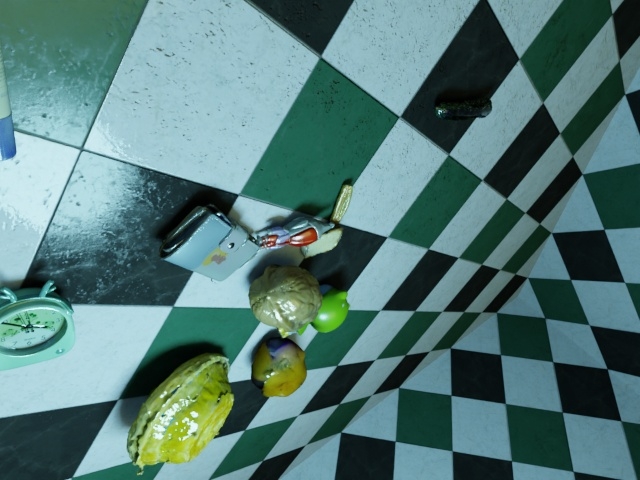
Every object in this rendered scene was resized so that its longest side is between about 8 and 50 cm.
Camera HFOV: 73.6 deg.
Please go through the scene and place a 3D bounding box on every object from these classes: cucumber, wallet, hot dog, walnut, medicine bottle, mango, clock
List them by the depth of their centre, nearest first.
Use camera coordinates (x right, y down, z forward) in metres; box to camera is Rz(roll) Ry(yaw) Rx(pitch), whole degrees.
[{"bbox_3d":[-0.451,-0.219,0.566,0.059,0.059,0.231,-13,135,-37],"label":"medicine bottle"},{"bbox_3d":[-0.571,0.157,0.840,0.159,0.066,0.211,-6,131,-42],"label":"clock"},{"bbox_3d":[-0.253,0.012,1.012,0.170,0.069,0.231,-40,152,3],"label":"wallet"},{"bbox_3d":[-0.099,0.164,1.225,0.198,0.198,0.245,-47,156,5],"label":"walnut"},{"bbox_3d":[0.062,-0.104,1.240,0.043,0.028,0.137,7,123,-18],"label":"hot dog"},{"bbox_3d":[0.417,-0.389,1.274,0.245,0.067,0.067,-15,137,-32],"label":"cucumber"},{"bbox_3d":[-0.143,0.451,1.510,0.201,0.153,0.287,-19,142,-8],"label":"mango"}]

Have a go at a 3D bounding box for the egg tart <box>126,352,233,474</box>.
[{"bbox_3d":[-0.383,0.513,1.261,0.388,0.169,0.388,-51,162,-23],"label":"egg tart"}]

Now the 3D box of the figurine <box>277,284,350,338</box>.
[{"bbox_3d":[-0.023,0.250,1.447,0.263,0.143,0.162,-24,137,-9],"label":"figurine"}]

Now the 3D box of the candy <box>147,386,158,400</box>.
[{"bbox_3d":[-0.433,0.436,1.304,0.193,0.058,0.062,-30,-175,-32],"label":"candy"}]

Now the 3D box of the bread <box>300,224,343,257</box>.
[{"bbox_3d":[0.000,0.000,1.276,0.129,0.044,0.126,-23,153,-28],"label":"bread"}]

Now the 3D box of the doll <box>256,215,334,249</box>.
[{"bbox_3d":[-0.063,-0.018,1.162,0.227,0.075,0.102,-16,153,-20],"label":"doll"}]
